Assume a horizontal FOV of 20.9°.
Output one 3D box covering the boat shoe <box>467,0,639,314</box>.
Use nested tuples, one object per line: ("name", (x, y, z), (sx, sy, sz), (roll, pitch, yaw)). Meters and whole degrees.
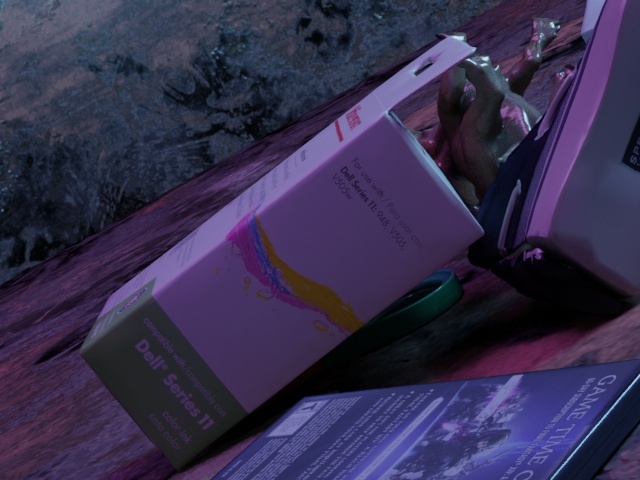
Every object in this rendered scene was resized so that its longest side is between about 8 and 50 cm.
("boat shoe", (0.214, -0.105, 1.272), (0.341, 0.127, 0.158), (-61, 17, -13))

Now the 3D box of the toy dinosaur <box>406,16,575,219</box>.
("toy dinosaur", (0.154, -0.071, 1.479), (0.127, 0.200, 0.296), (0, 22, -10))

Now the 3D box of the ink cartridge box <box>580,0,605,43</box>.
("ink cartridge box", (0.301, -0.133, 1.410), (0.104, 0.181, 0.062), (-22, 31, 29))

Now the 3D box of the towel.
("towel", (-0.040, 0.151, 1.218), (0.148, 0.027, 0.110), (-28, 9, -7))

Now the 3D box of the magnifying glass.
("magnifying glass", (0.017, 0.084, 1.416), (0.231, 0.026, 0.092), (-31, 11, -19))

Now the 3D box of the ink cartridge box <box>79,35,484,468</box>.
("ink cartridge box", (0.000, 0.000, 1.313), (0.353, 0.119, 0.207), (-38, 8, 5))

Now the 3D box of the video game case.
("video game case", (0.043, 0.136, 1.021), (0.274, 0.026, 0.196), (-10, 19, 40))
